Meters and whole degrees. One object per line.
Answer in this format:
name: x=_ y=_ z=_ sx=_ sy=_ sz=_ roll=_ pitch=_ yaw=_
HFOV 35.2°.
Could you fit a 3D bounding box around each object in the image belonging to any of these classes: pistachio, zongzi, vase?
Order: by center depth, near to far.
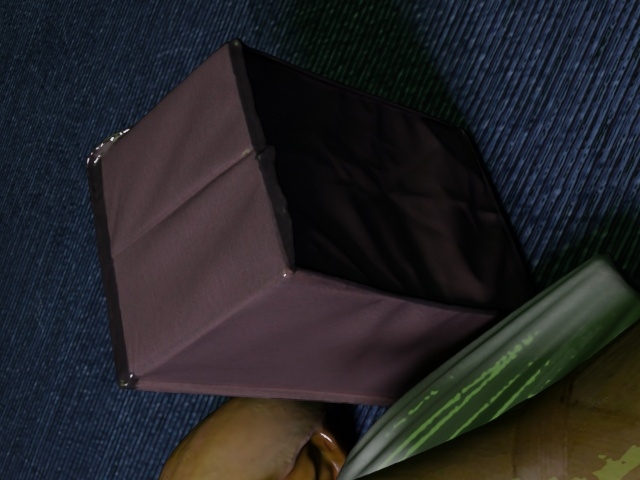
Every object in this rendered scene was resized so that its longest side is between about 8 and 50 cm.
zongzi: x=0.141 y=0.072 z=0.505 sx=0.289 sy=0.123 sz=0.260 roll=19 pitch=93 yaw=6
vase: x=0.114 y=0.118 z=0.621 sx=0.248 sy=0.128 sz=0.128 roll=-50 pitch=47 yaw=14
pistachio: x=-0.066 y=0.199 z=0.780 sx=0.210 sy=0.131 sz=0.165 roll=-38 pitch=5 yaw=-1

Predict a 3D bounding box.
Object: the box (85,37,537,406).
box: x=0.000 y=0.000 z=0.676 sx=0.153 sy=0.252 sz=0.188 roll=-39 pitch=52 yaw=33
